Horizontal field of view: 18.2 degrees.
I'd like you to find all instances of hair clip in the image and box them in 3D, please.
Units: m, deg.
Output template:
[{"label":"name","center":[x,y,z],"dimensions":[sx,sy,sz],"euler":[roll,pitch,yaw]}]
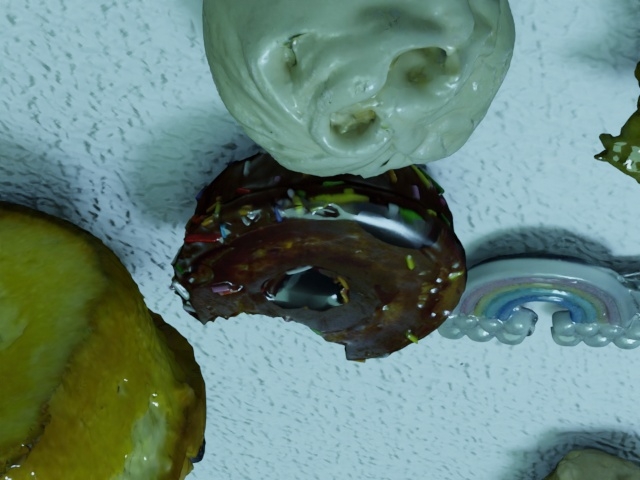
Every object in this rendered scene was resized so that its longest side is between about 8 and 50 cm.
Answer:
[{"label":"hair clip","center":[0.202,0.044,1.661],"dimensions":[0.220,0.054,0.140],"euler":[2,153,7]}]

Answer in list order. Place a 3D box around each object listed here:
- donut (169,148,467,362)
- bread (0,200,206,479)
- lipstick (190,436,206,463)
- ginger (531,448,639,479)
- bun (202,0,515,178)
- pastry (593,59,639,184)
[{"label":"donut","center":[0.001,0.001,1.561],"dimensions":[0.230,0.096,0.216],"euler":[9,143,-9]},{"label":"bread","center":[-0.288,0.141,1.556],"dimensions":[0.398,0.398,0.215],"euler":[-6,132,13]},{"label":"lipstick","center":[-0.314,0.216,1.920],"dimensions":[0.418,0.077,0.077],"euler":[-8,145,13]},{"label":"ginger","center":[0.237,0.315,1.985],"dimensions":[0.190,0.126,0.354],"euler":[27,143,-17]},{"label":"bun","center":[0.025,-0.120,1.350],"dimensions":[0.231,0.133,0.231],"euler":[2,144,1]},{"label":"pastry","center":[0.335,-0.117,1.352],"dimensions":[0.240,0.132,0.235],"euler":[15,153,-6]}]
